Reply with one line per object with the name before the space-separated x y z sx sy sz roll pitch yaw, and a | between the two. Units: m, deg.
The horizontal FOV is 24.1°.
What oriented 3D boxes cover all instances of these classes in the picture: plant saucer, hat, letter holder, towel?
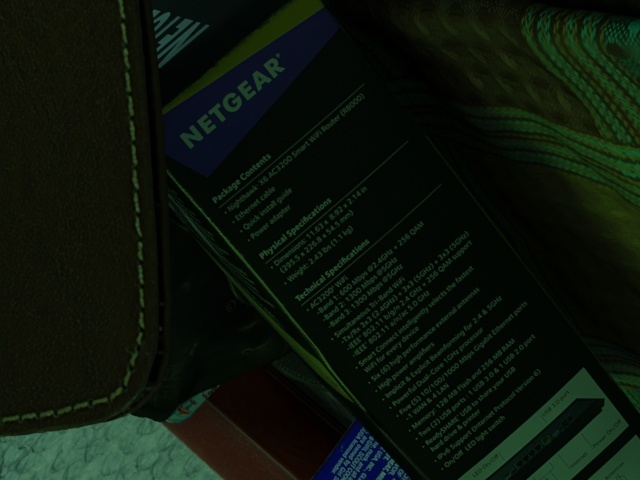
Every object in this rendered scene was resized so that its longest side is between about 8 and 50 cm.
plant saucer | -0.048 0.211 1.626 0.259 0.047 0.258 39 -164 22
hat | -0.093 0.028 0.985 0.331 0.134 0.331 37 159 17
letter holder | -0.132 -0.092 0.476 0.152 0.215 0.301 -10 -89 -73
towel | 0.151 0.046 0.546 0.370 0.040 0.271 49 167 -29

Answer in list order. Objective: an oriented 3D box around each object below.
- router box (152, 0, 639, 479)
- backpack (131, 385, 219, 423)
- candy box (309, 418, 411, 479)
router box | 0.000 0.000 0.657 0.243 0.081 0.309 50 175 -19
backpack | -0.171 0.079 1.517 0.117 0.158 0.173 29 -164 -44
candy box | 0.175 0.221 0.796 0.268 0.122 0.317 36 178 -41
